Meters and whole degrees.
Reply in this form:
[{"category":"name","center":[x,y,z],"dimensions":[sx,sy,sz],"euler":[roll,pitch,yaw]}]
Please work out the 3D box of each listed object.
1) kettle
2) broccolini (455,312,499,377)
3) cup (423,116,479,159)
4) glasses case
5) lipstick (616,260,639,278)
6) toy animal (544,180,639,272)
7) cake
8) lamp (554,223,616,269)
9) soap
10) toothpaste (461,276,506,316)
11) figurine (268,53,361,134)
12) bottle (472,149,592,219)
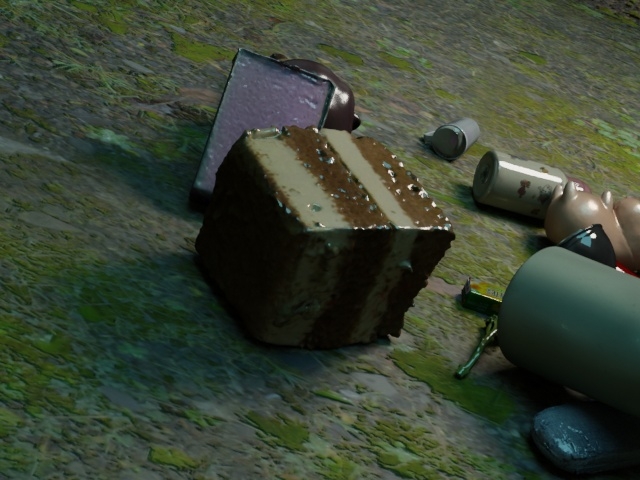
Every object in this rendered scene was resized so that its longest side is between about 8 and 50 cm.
[{"category":"kettle","center":[0.459,0.171,1.797],"dimensions":[0.205,0.265,0.318],"euler":[-37,37,-28]},{"category":"broccolini","center":[0.261,0.160,1.881],"dimensions":[0.054,0.052,0.194],"euler":[31,32,19]},{"category":"cup","center":[0.272,-0.218,2.460],"dimensions":[0.104,0.074,0.116],"euler":[4,19,25]},{"category":"glasses case","center":[0.437,0.292,1.781],"dimensions":[0.282,0.067,0.109],"euler":[1,39,-36]},{"category":"lipstick","center":[0.603,0.126,2.136],"dimensions":[0.241,0.080,0.080],"euler":[37,33,22]},{"category":"toy animal","center":[0.551,-0.017,2.243],"dimensions":[0.250,0.154,0.166],"euler":[12,-1,-6]},{"category":"cake","center":[0.000,0.000,1.761],"dimensions":[0.290,0.256,0.282],"euler":[-6,44,-34]},{"category":"lamp","center":[0.494,0.104,2.046],"dimensions":[0.172,0.147,0.227],"euler":[-16,62,-38]},{"category":"soap","center":[-0.096,-0.168,1.964],"dimensions":[0.181,0.260,0.081],"euler":[18,-10,-7]},{"category":"toothpaste","center":[0.328,0.114,2.009],"dimensions":[0.178,0.037,0.043],"euler":[19,30,-8]},{"category":"figurine","center":[-0.067,-0.244,2.203],"dimensions":[0.218,0.206,0.365],"euler":[40,1,-18]},{"category":"bottle","center":[0.426,-0.100,2.332],"dimensions":[0.233,0.110,0.110],"euler":[13,32,-15]}]
